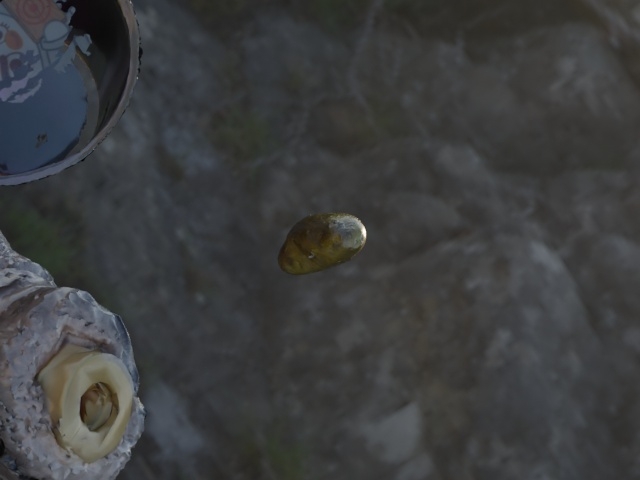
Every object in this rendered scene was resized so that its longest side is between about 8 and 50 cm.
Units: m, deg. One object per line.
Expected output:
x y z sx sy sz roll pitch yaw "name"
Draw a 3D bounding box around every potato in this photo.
0.000 0.000 1.356 0.045 0.092 0.047 -2 78 -36 "potato"

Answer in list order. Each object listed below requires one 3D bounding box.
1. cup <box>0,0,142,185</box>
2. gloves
-0.241 -0.124 1.349 0.203 0.203 0.288 55 -7 0 "cup"
-0.135 0.053 0.661 0.094 0.144 0.110 -36 103 -44 "gloves"
